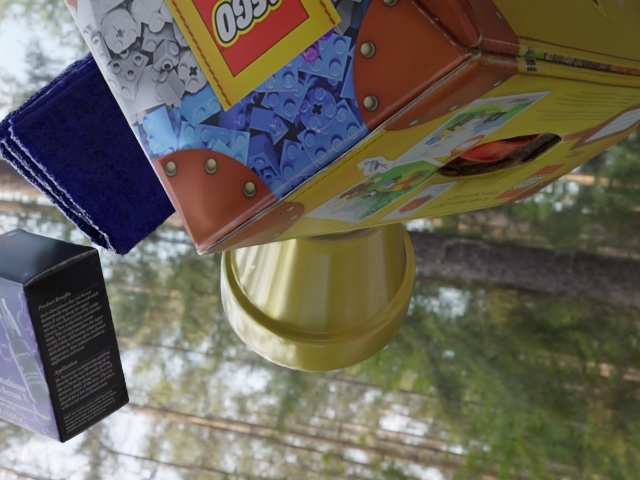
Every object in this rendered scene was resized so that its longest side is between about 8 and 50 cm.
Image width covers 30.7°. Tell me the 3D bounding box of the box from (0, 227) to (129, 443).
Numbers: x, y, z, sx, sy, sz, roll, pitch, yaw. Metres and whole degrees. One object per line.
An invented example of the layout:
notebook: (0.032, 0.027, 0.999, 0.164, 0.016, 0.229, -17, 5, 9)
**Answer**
box: (-0.324, 0.106, 1.346, 0.108, 0.153, 0.207, -31, -60, -43)

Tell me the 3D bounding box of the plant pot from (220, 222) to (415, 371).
plant pot: (0.000, 0.000, 1.460, 0.239, 0.254, 0.254, 95, -164, -55)

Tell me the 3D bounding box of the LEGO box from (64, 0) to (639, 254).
LEGO box: (0.037, -0.214, 0.812, 0.500, 0.193, 0.372, -9, -112, -61)

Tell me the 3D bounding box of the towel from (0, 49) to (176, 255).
towel: (-0.222, -0.153, 1.439, 0.308, 0.227, 0.076, -47, 0, -27)
